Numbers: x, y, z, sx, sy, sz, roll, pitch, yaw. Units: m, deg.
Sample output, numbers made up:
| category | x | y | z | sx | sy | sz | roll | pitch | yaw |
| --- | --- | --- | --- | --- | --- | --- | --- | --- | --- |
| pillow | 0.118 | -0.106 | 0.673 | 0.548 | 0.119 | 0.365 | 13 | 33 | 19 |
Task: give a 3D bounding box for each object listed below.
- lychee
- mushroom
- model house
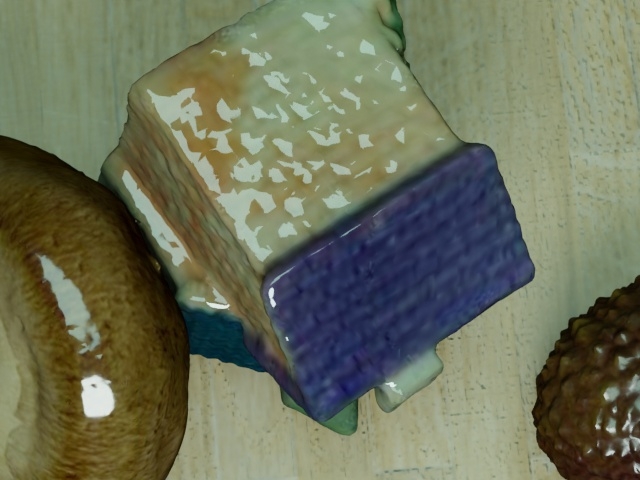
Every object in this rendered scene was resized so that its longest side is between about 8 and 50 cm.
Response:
| category | x | y | z | sx | sy | sz | roll | pitch | yaw |
| --- | --- | --- | --- | --- | --- | --- | --- | --- | --- |
| lychee | 0.260 | 0.132 | 1.524 | 0.200 | 0.200 | 0.238 | 31 | 78 | 7 |
| mushroom | -0.230 | 0.076 | 1.480 | 0.239 | 0.345 | 0.345 | -15 | 77 | -13 |
| model house | 0.000 | 0.000 | 1.494 | 0.245 | 0.312 | 0.280 | -33 | 80 | -18 |
